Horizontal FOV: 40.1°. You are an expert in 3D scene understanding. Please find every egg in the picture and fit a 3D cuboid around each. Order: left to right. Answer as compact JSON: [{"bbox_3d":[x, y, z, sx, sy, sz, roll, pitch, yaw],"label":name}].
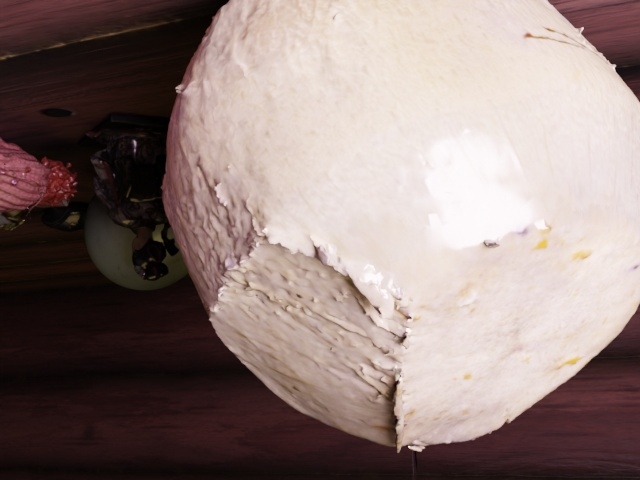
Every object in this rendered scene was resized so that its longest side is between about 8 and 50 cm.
[{"bbox_3d":[-0.256,-0.022,1.309,0.183,0.183,0.264,1,164,-21],"label":"egg"}]

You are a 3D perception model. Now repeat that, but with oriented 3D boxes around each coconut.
[{"bbox_3d":[0.049,-0.044,0.672,0.346,0.360,0.346,-17,140,-15],"label":"coconut"}]

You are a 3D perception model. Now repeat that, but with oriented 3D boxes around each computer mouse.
[{"bbox_3d":[-0.471,-0.038,1.630,0.079,0.047,0.135,5,171,-39],"label":"computer mouse"}]

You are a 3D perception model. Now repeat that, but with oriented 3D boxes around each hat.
[{"bbox_3d":[-0.429,-0.082,1.085,0.237,0.107,0.286,4,174,40],"label":"hat"}]

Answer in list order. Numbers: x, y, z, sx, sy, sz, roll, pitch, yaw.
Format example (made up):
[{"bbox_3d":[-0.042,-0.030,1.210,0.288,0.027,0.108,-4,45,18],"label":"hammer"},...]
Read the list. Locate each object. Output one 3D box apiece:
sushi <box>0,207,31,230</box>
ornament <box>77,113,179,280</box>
[{"bbox_3d":[-0.556,-0.050,1.221,0.291,0.131,0.139,-7,175,-34],"label":"sushi"},{"bbox_3d":[-0.221,-0.044,1.110,0.166,0.196,0.153,3,170,-29],"label":"ornament"}]
